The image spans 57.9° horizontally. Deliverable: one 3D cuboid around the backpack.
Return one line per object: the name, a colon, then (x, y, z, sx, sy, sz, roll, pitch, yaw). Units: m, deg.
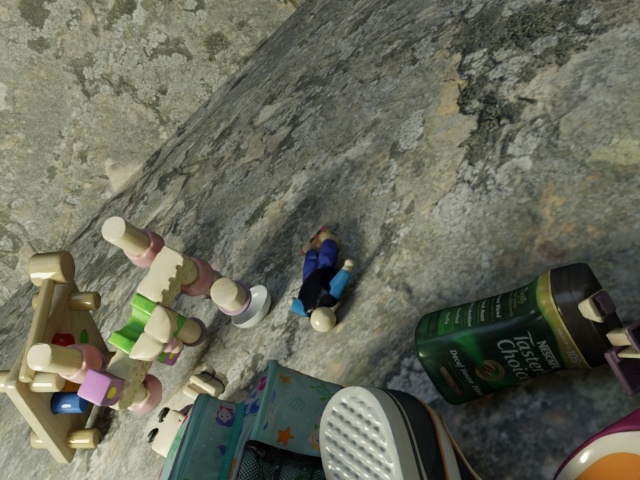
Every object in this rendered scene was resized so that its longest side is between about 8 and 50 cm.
backpack: (-0.067, 0.255, 0.589, 0.225, 0.191, 0.254, 112, -179, -45)

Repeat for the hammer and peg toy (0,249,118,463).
hammer and peg toy: (-0.486, 0.207, 1.050, 0.127, 0.362, 0.266, -2, 42, 5)

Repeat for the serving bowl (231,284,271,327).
serving bowl: (-0.115, 0.119, 1.002, 0.083, 0.027, 0.083, -31, 32, 23)

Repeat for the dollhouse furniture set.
dollhouse furniture set: (0.291, 0.058, 0.464, 0.114, 0.091, 0.081, -28, -4, -15)

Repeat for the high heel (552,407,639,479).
high heel: (0.290, 0.137, 0.450, 0.244, 0.082, 0.117, -48, -13, 28)

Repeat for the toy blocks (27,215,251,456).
toy blocks: (-0.241, 0.165, 0.961, 0.308, 0.260, 0.289, 24, 78, 17)

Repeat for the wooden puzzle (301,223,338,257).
wooden puzzle: (0.000, 0.000, 1.025, 0.083, 0.006, 0.049, -49, 29, -5)

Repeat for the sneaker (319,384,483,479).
sneaker: (0.090, 0.280, 0.465, 0.126, 0.127, 0.321, -28, 58, 39)

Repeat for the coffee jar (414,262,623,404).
coffee jar: (0.192, 0.094, 0.570, 0.184, 0.096, 0.079, -27, 15, 30)

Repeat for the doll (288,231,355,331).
doll: (0.004, 0.064, 0.901, 0.129, 0.046, 0.189, -32, 32, 24)
